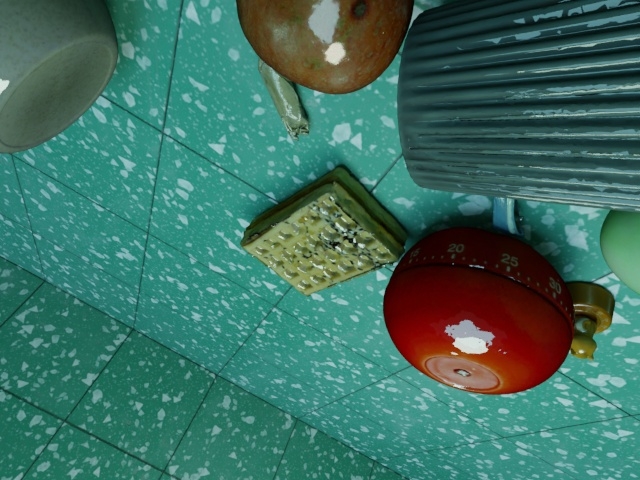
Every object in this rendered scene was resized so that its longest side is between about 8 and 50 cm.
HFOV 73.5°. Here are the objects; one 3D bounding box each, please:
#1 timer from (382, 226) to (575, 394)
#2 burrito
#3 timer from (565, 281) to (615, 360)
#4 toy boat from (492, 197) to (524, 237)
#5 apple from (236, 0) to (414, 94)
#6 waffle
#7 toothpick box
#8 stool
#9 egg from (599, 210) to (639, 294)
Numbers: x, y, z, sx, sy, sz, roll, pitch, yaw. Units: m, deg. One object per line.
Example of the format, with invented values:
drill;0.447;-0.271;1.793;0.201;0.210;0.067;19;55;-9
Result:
timer;0.323;0.160;0.913;0.378;0.279;0.377;19;146;13
burrito;-0.070;-0.279;0.834;0.058;0.045;0.188;-7;130;26
timer;0.560;0.187;0.923;0.132;0.152;0.132;16;141;13
toy boat;0.364;-0.086;0.774;0.102;0.088;0.215;3;135;22
apple;0.010;-0.332;0.569;0.254;0.253;0.253;16;141;13
waffle;0.000;0.000;1.060;0.261;0.114;0.376;44;139;-20
toothpick box;-0.610;-0.400;0.716;0.425;0.408;0.409;43;140;-12
stool;0.295;-0.186;0.549;0.330;0.297;0.297;7;138;30
egg;0.583;0.009;0.649;0.270;0.220;0.220;7;138;26
